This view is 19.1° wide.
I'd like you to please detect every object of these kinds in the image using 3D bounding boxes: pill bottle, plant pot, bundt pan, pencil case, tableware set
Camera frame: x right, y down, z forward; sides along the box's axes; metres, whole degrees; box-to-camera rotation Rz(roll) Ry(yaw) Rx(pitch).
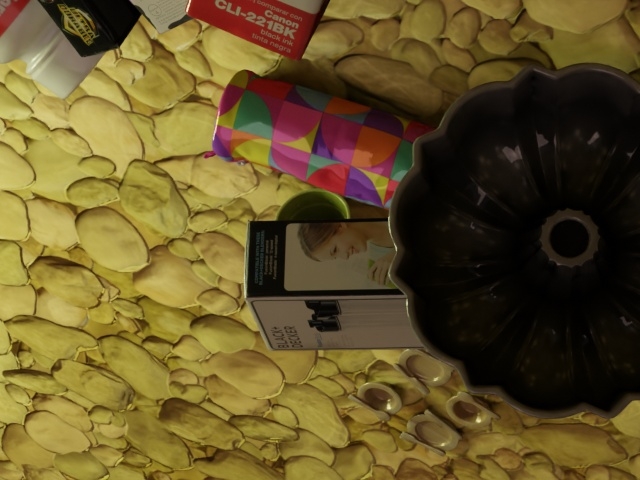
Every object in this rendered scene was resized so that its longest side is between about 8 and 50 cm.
[{"bbox_3d":[-0.319,-0.273,1.823,0.283,0.161,0.161,37,139,-13],"label":"pill bottle"},{"bbox_3d":[0.000,0.000,2.025,0.083,0.083,0.079,8,150,20],"label":"plant pot"},{"bbox_3d":[0.228,0.008,1.755,0.331,0.331,0.124,19,172,8],"label":"bundt pan"},{"bbox_3d":[0.007,-0.096,1.894,0.236,0.104,0.104,17,139,11],"label":"pencil case"},{"bbox_3d":[0.123,0.189,2.199,0.141,0.020,0.169,36,140,-11],"label":"tableware set"}]

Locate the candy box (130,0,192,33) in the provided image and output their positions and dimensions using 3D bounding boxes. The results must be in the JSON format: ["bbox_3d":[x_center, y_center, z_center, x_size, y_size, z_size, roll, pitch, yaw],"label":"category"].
[{"bbox_3d":[-0.153,-0.313,1.690,0.070,0.165,0.196,-21,121,40],"label":"candy box"}]

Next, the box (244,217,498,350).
[{"bbox_3d":[0.077,0.045,1.920,0.290,0.087,0.169,0,158,6],"label":"box"}]

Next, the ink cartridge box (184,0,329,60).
[{"bbox_3d":[-0.005,-0.319,1.581,0.114,0.197,0.273,23,141,1],"label":"ink cartridge box"}]

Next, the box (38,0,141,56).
[{"bbox_3d":[-0.225,-0.304,1.729,0.051,0.175,0.220,-11,127,37],"label":"box"}]
